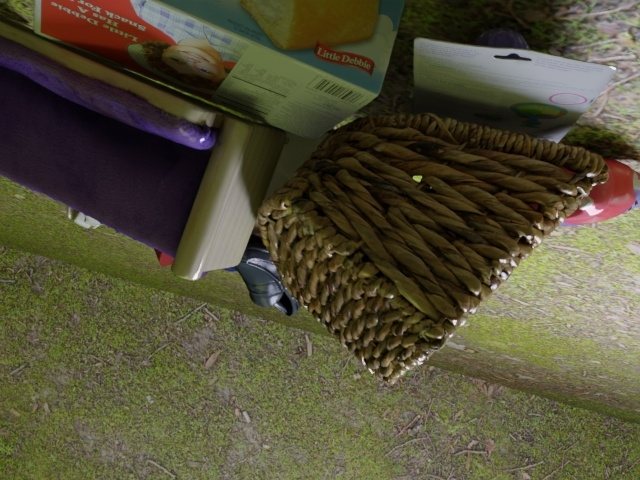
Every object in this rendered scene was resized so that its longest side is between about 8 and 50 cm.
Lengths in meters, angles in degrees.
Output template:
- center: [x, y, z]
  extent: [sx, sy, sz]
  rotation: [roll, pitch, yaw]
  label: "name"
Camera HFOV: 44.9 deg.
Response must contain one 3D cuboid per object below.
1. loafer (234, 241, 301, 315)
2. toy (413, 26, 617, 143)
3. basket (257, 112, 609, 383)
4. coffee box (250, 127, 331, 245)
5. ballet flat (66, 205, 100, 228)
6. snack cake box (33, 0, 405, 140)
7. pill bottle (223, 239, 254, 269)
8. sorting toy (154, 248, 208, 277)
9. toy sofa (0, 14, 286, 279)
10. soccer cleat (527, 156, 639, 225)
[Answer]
- center: [-0.073, 0.057, 1.107]
  extent: [0.076, 0.078, 0.223]
  rotation: [13, 168, 26]
  label: "loafer"
- center: [0.147, -0.132, 0.639]
  extent: [0.137, 0.056, 0.237]
  rotation: [10, 171, 8]
  label: "toy"
- center: [0.083, -0.020, 0.750]
  extent: [0.213, 0.223, 0.299]
  rotation: [44, 167, 10]
  label: "basket"
- center: [-0.010, -0.039, 1.063]
  extent: [0.168, 0.118, 0.297]
  rotation: [9, 166, 27]
  label: "coffee box"
- center: [-0.390, -0.077, 1.355]
  extent: [0.123, 0.123, 0.349]
  rotation: [22, 166, -27]
  label: "ballet flat"
- center: [-0.087, -0.180, 0.624]
  extent: [0.265, 0.089, 0.152]
  rotation: [19, 168, -17]
  label: "snack cake box"
- center: [-0.123, -0.011, 1.282]
  extent: [0.123, 0.122, 0.219]
  rotation: [19, 170, -16]
  label: "pill bottle"
- center: [-0.307, -0.008, 1.659]
  extent: [0.126, 0.127, 0.365]
  rotation: [43, 174, 10]
  label: "sorting toy"
- center: [-0.233, -0.103, 0.730]
  extent: [0.363, 0.150, 0.177]
  rotation: [25, -170, 17]
  label: "toy sofa"
- center: [0.241, -0.046, 0.857]
  extent: [0.095, 0.082, 0.248]
  rotation: [6, 174, -29]
  label: "soccer cleat"
